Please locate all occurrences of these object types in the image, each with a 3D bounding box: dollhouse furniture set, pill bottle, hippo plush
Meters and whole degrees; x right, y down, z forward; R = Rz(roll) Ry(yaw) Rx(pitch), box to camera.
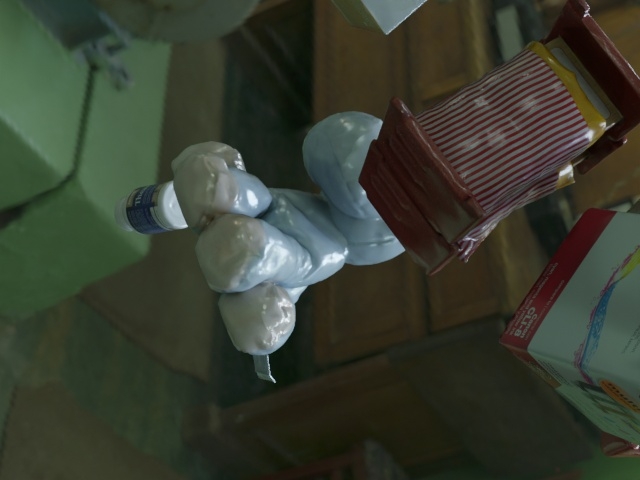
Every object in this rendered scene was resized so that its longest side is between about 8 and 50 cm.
[{"bbox_3d":[0.225,0.015,0.991,0.374,0.201,0.152,53,-20,10],"label":"dollhouse furniture set"},{"bbox_3d":[-0.228,-0.043,1.682,0.067,0.120,0.067,8,79,-44],"label":"pill bottle"},{"bbox_3d":[0.000,0.000,1.275,0.234,0.236,0.294,-113,-178,-57],"label":"hippo plush"}]

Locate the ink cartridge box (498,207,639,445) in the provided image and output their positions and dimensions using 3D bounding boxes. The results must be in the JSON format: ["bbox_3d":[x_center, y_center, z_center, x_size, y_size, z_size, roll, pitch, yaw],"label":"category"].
[{"bbox_3d":[0.240,0.069,0.834,0.128,0.127,0.176,40,-11,-21],"label":"ink cartridge box"}]

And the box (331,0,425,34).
[{"bbox_3d":[0.052,-0.325,1.449,0.130,0.091,0.170,49,-1,-17],"label":"box"}]
